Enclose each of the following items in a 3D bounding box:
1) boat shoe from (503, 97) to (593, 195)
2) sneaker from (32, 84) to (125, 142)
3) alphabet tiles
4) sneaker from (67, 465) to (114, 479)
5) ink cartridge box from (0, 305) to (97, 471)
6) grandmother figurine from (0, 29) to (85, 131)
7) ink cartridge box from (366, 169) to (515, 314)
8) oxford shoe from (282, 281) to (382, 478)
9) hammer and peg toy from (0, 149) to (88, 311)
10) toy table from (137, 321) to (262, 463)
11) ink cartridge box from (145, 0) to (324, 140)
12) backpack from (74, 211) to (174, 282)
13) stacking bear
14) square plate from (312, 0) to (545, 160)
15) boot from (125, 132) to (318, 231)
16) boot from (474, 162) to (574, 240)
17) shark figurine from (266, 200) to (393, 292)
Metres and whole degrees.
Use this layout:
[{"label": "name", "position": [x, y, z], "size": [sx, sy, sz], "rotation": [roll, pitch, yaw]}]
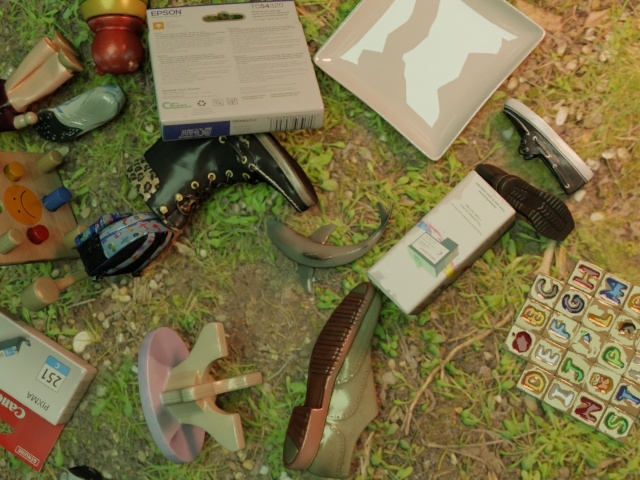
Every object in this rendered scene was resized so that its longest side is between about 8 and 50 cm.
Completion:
[{"label": "boat shoe", "position": [0.433, -0.181, 1.834], "size": [0.076, 0.080, 0.228], "rotation": [-44, 85, 3]}, {"label": "sneaker", "position": [-0.530, -0.280, 2.051], "size": [0.237, 0.086, 0.085], "rotation": [-16, 110, 22]}, {"label": "alphabet tiles", "position": [0.543, 0.212, 1.800], "size": [0.342, 0.011, 0.285], "rotation": [27, 91, 13]}, {"label": "sneaker", "position": [-0.460, 0.545, 1.958], "size": [0.178, 0.072, 0.077], "rotation": [23, 101, 21]}, {"label": "ink cartridge box", "position": [-0.673, 0.318, 2.019], "size": [0.296, 0.066, 0.261], "rotation": [29, 90, 13]}, {"label": "grandmother figurine", "position": [-0.681, -0.319, 2.054], "size": [0.342, 0.104, 0.208], "rotation": [-38, 40, 10]}, {"label": "ink cartridge box", "position": [0.236, 0.013, 1.786], "size": [0.278, 0.201, 0.117], "rotation": [-44, 78, 5]}, {"label": "oxford shoe", "position": [0.054, 0.280, 1.858], "size": [0.146, 0.140, 0.397], "rotation": [23, 84, -18]}, {"label": "hammer and peg toy", "position": [-0.609, -0.021, 1.955], "size": [0.127, 0.266, 0.362], "rotation": [-29, 79, 30]}, {"label": "toy table", "position": [-0.245, 0.297, 1.853], "size": [0.160, 0.252, 0.275], "rotation": [-16, 93, 26]}, {"label": "ink cartridge box", "position": [-0.181, -0.353, 1.900], "size": [0.323, 0.071, 0.330], "rotation": [-6, 54, -10]}, {"label": "backpack", "position": [-0.400, -0.002, 1.929], "size": [0.173, 0.158, 0.117], "rotation": [-36, 75, 29]}, {"label": "stacking bear", "position": [-0.445, -0.502, 2.012], "size": [0.175, 0.164, 0.289], "rotation": [-5, 88, 11]}, {"label": "square plate", "position": [0.219, -0.394, 1.910], "size": [0.347, 0.049, 0.344], "rotation": [42, 93, 13]}, {"label": "boot", "position": [-0.211, -0.128, 1.928], "size": [0.284, 0.138, 0.377], "rotation": [-44, 74, 4]}, {"label": "boot", "position": [0.403, -0.085, 1.832], "size": [0.198, 0.137, 0.077], "rotation": [37, 97, -26]}, {"label": "shark figurine", "position": [0.025, 0.013, 1.880], "size": [0.278, 0.116, 0.166], "rotation": [-10, 84, 13]}]
